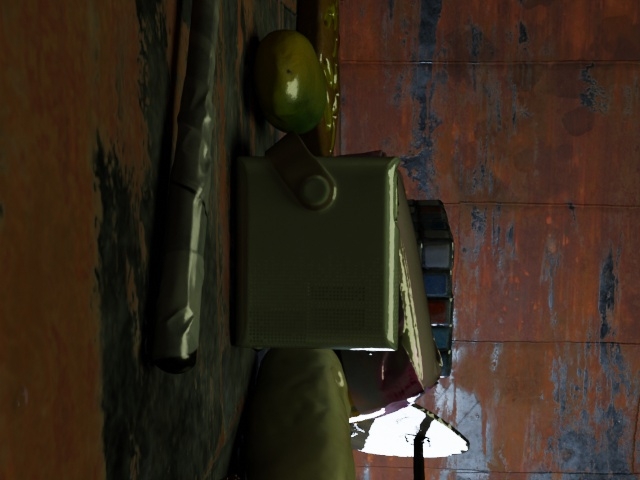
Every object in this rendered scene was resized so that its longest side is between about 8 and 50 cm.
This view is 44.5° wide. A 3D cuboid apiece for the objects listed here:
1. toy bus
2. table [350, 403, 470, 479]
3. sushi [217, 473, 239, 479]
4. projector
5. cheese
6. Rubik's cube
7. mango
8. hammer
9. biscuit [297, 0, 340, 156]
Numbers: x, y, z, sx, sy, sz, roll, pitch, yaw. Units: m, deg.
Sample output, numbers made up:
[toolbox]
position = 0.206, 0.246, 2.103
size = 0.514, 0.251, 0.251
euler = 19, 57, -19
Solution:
[toy bus]
position = 0.063, 0.064, 1.124
size = 0.171, 0.162, 0.386
euler = 9, 69, -64
[table]
position = 0.043, 0.411, 1.284
size = 0.317, 0.317, 0.249
euler = 83, 21, -55
[sushi]
position = -0.083, 0.251, 0.657
size = 0.050, 0.047, 0.099
euler = -22, 111, -82
[projector]
position = 0.000, 0.000, 0.869
size = 0.163, 0.177, 0.242
euler = 14, 75, -87
[cheese]
position = -0.021, 0.334, 0.914
size = 0.328, 0.130, 0.351
euler = -82, 170, -72
[Rubik's cube]
position = 0.114, 0.089, 1.572
size = 0.293, 0.287, 0.292
euler = -79, 168, -69
[mango]
position = -0.036, -0.197, 0.962
size = 0.191, 0.085, 0.122
euler = 49, 45, -84
[hammer]
position = -0.093, -0.118, 0.576
size = 0.152, 0.044, 0.427
euler = 78, 14, -72
[biscuit]
position = 0.006, -0.348, 1.542
size = 0.350, 0.070, 0.394
euler = 28, 62, -85
